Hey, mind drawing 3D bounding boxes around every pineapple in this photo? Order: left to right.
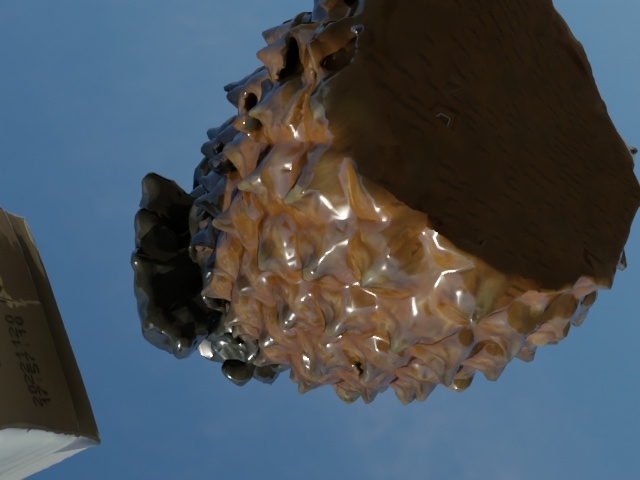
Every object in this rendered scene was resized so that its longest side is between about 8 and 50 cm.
[{"bbox_3d":[-0.001,0.001,0.904,0.223,0.357,0.223,13,-115,-29],"label":"pineapple"}]

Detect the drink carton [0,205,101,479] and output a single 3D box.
[{"bbox_3d":[-0.273,0.101,0.794,0.106,0.315,0.130,20,-134,-67],"label":"drink carton"}]
